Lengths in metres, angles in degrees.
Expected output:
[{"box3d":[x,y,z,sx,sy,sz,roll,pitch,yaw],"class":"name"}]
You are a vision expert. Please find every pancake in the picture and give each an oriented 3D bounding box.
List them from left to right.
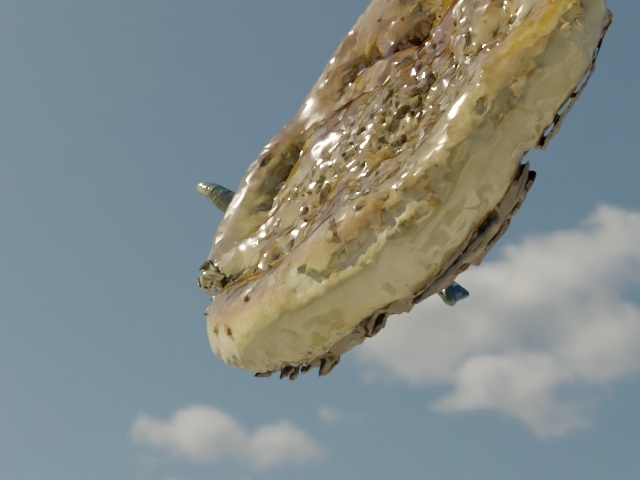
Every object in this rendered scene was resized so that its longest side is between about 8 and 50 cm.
[{"box3d":[0.045,-0.068,1.054,0.071,0.382,0.382,39,-40,-18],"class":"pancake"}]

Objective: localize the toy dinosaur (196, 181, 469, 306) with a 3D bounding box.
[{"box3d":[0.000,0.000,1.589,0.188,0.248,0.075,-19,-39,-29],"class":"toy dinosaur"}]
